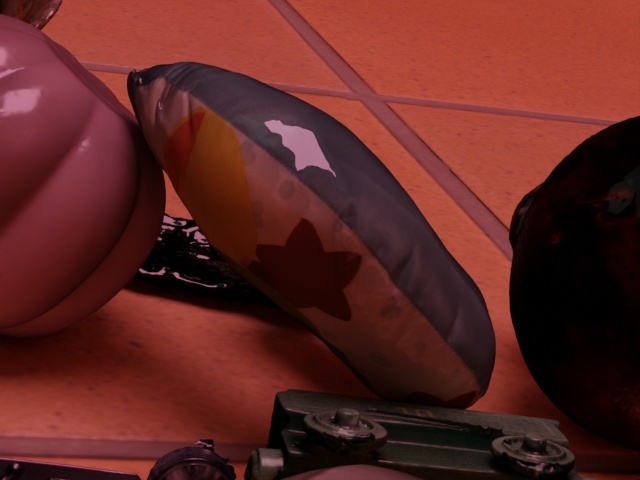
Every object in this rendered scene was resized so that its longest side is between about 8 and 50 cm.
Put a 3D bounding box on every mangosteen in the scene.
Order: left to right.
[{"bbox_3d":[0.200,0.027,0.897,0.209,0.210,0.210,10,21,-4],"label":"mangosteen"}]

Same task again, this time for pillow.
[{"bbox_3d":[0.000,0.000,0.830,0.214,0.086,0.233,38,-6,48],"label":"pillow"}]

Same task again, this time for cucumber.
[{"bbox_3d":[-0.062,0.013,0.976,0.181,0.053,0.053,12,21,4],"label":"cucumber"}]

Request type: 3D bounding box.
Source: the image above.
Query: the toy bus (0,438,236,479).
[{"bbox_3d":[-0.101,0.133,0.559,0.198,0.108,0.096,8,20,-13],"label":"toy bus"}]

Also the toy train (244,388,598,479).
[{"bbox_3d":[0.047,0.112,0.754,0.172,0.070,0.099,8,11,-11],"label":"toy train"}]

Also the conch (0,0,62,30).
[{"bbox_3d":[-0.339,-0.192,1.163,0.297,0.210,0.352,9,54,-13],"label":"conch"}]

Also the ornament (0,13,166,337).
[{"bbox_3d":[-0.178,-0.029,0.861,0.177,0.177,0.177,10,21,-4],"label":"ornament"}]

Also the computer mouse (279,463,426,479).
[{"bbox_3d":[0.100,0.180,0.438,0.331,0.095,0.197,42,16,23],"label":"computer mouse"}]
